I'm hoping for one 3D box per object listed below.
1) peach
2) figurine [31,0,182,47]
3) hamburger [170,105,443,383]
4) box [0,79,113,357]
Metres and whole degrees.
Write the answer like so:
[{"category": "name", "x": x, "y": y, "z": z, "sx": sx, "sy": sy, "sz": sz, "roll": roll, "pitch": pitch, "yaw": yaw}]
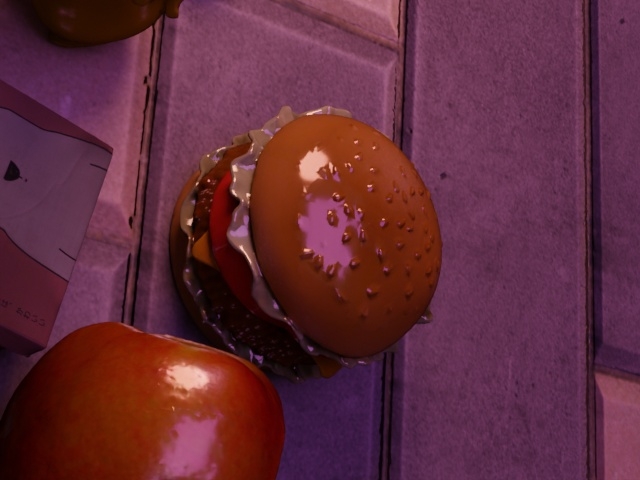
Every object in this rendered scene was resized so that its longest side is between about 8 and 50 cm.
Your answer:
[{"category": "peach", "x": -0.164, "y": 0.212, "z": 1.143, "sx": 0.245, "sy": 0.248, "sz": 0.275, "roll": 13, "pitch": 80, "yaw": 2}, {"category": "figurine", "x": -0.196, "y": -0.291, "z": 1.200, "sx": 0.169, "sy": 0.327, "sz": 0.218, "roll": 1, "pitch": 72, "yaw": 0}, {"category": "hamburger", "x": 0.000, "y": 0.000, "z": 1.332, "sx": 0.274, "sy": 0.212, "sz": 0.274, "roll": 12, "pitch": 70, "yaw": -35}, {"category": "box", "x": -0.315, "y": -0.033, "z": 1.167, "sx": 0.215, "sy": 0.086, "sz": 0.215, "roll": 32, "pitch": 59, "yaw": -33}]
